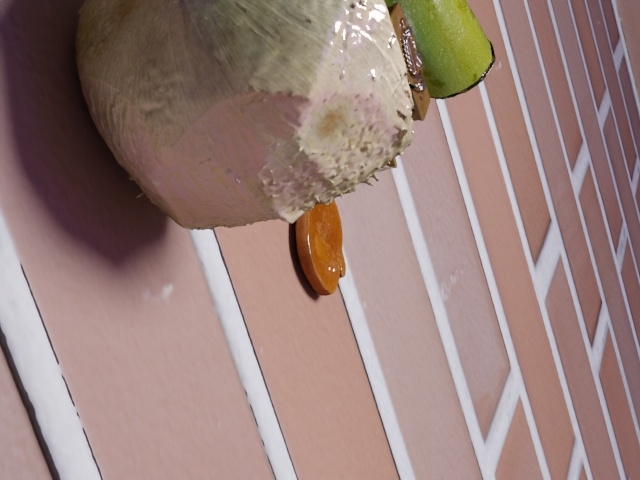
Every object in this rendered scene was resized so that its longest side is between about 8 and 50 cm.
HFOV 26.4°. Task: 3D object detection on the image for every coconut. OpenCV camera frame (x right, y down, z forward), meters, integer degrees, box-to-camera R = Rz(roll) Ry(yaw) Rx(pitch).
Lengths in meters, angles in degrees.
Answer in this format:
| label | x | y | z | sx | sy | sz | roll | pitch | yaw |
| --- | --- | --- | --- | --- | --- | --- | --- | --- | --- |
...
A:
| label | x | y | z | sx | sy | sz | roll | pitch | yaw |
| --- | --- | --- | --- | --- | --- | --- | --- | --- | --- |
| coconut | -0.044 | -0.101 | 0.751 | 0.194 | 0.194 | 0.194 | -12 | 90 | -70 |

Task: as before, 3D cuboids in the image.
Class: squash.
| label | x | y | z | sx | sy | sz | roll | pitch | yaw |
| --- | --- | --- | --- | --- | --- | --- | --- | --- | --- |
| squash | 0.093 | -0.227 | 1.313 | 0.188 | 0.095 | 0.095 | 52 | 33 | -44 |

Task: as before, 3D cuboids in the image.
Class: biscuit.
| label | x | y | z | sx | sy | sz | roll | pitch | yaw |
| --- | --- | --- | --- | --- | --- | --- | --- | --- | --- |
| biscuit | 0.000 | 0.000 | 1.034 | 0.091 | 0.015 | 0.078 | -82 | 153 | -42 |

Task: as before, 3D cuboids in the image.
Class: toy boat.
| label | x | y | z | sx | sy | sz | roll | pitch | yaw |
| --- | --- | --- | --- | --- | --- | --- | --- | --- | --- |
| toy boat | 0.041 | -0.156 | 1.141 | 0.057 | 0.077 | 0.201 | -67 | 141 | -55 |
